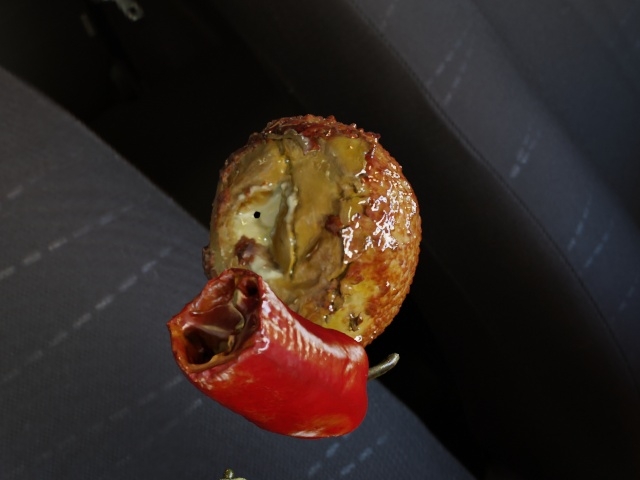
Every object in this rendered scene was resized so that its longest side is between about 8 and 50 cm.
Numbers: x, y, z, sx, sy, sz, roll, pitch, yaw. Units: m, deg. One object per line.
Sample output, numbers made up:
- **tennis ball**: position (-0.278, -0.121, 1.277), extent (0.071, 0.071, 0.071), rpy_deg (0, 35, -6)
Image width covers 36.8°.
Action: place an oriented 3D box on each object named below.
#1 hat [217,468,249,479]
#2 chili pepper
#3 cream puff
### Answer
- **hat**: position (-0.128, 0.379, 1.430), extent (0.076, 0.077, 0.059), rpy_deg (-37, 35, 29)
- **chili pepper**: position (-0.012, 0.155, 1.050), extent (0.134, 0.338, 0.131), rpy_deg (-41, 49, 11)
- **cream puff**: position (-0.004, -0.001, 1.277), extent (0.350, 0.351, 0.228), rpy_deg (15, 8, 39)
